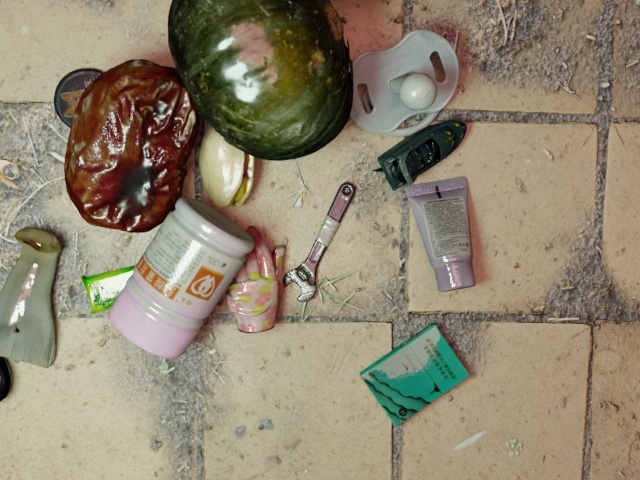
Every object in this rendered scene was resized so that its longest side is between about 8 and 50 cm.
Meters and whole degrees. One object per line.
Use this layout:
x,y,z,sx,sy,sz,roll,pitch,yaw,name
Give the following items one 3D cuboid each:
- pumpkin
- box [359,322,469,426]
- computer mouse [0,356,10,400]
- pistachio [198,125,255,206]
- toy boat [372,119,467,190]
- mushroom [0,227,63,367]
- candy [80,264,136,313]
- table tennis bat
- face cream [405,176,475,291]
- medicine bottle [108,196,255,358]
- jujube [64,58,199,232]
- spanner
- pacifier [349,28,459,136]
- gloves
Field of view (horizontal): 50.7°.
-0.111,-0.386,1.416,0.344,0.454,0.454,-28,96,15,pumpkin
0.233,0.333,1.681,0.226,0.042,0.160,-35,95,-1,box
-0.846,0.331,1.589,0.234,0.096,0.137,-3,99,-7,computer mouse
-0.219,-0.178,1.585,0.145,0.117,0.200,6,104,34,pistachio
0.249,-0.213,1.616,0.246,0.103,0.092,-32,120,-6,toy boat
-0.679,0.133,1.586,0.159,0.122,0.328,12,95,-41,mushroom
-0.480,0.112,1.625,0.179,0.032,0.102,-14,95,-3,candy
-0.511,-0.336,1.596,0.237,0.027,0.150,-9,95,-1,table tennis bat
0.305,-0.015,1.646,0.154,0.096,0.273,-9,82,0,face cream
-0.310,0.082,1.514,0.202,0.202,0.315,33,96,-5,medicine bottle
-0.411,-0.209,1.490,0.277,0.276,0.376,14,95,-5,jujube
0.000,0.000,1.653,0.087,0.024,0.315,25,93,0,spanner
0.200,-0.340,1.544,0.287,0.225,0.238,-20,113,-1,pacifier
-0.156,0.089,1.604,0.145,0.126,0.241,-4,102,2,gloves
